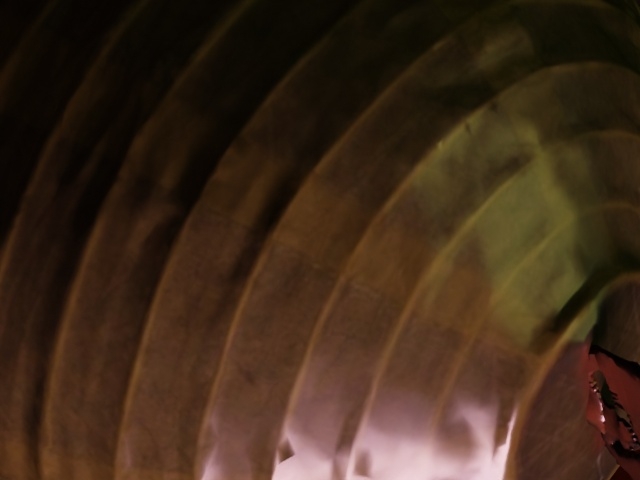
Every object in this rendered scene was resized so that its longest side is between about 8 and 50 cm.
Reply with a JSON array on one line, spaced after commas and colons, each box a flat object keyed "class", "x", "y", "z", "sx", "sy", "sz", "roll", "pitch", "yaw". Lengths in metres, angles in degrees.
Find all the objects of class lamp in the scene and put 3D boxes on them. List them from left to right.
[{"class": "lamp", "x": 0.000, "y": 0.000, "z": 0.531, "sx": 0.250, "sy": 0.284, "sz": 0.250, "roll": -26, "pitch": 129, "yaw": -37}]

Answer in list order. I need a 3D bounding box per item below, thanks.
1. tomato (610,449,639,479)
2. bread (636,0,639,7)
[{"class": "tomato", "x": 0.052, "y": 0.170, "z": 0.758, "sx": 0.341, "sy": 0.273, "sz": 0.341, "roll": -37, "pitch": 141, "yaw": -37}, {"class": "bread", "x": 0.099, "y": -0.017, "z": 0.962, "sx": 0.279, "sy": 0.250, "sz": 0.225, "roll": 72, "pitch": 10, "yaw": -54}]
